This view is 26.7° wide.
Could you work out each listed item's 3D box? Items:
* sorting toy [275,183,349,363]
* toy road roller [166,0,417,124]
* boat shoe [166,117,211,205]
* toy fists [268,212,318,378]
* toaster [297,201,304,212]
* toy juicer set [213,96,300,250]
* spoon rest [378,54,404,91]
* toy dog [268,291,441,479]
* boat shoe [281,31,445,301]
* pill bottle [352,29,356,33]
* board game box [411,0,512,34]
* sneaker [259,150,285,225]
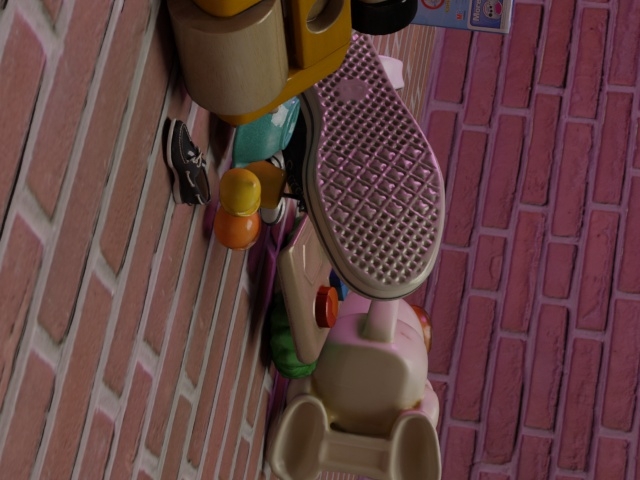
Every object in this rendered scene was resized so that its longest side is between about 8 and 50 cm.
[{"bbox_3d":[0.000,0.000,1.993,0.229,0.041,0.307,-59,146,-48],"label":"sorting toy"},{"bbox_3d":[-0.056,-0.312,1.471,0.329,0.240,0.202,-37,151,-20],"label":"toy road roller"},{"bbox_3d":[-0.142,-0.083,1.463,0.125,0.038,0.046,88,14,-47],"label":"boat shoe"},{"bbox_3d":[-0.022,0.083,2.158,0.142,0.096,0.279,72,28,-64],"label":"toy fists"},{"bbox_3d":[0.038,-0.141,2.280,0.168,0.110,0.186,-35,132,-76],"label":"toaster"},{"bbox_3d":[-0.085,-0.134,1.617,0.209,0.089,0.329,-65,172,-50],"label":"toy juicer set"},{"bbox_3d":[0.053,-0.240,2.061,0.276,0.084,0.137,-176,-98,-66],"label":"spoon rest"},{"bbox_3d":[0.068,0.220,2.376,0.408,0.284,0.396,-73,161,-75],"label":"toy dog"},{"bbox_3d":[0.040,-0.101,1.802,0.156,0.186,0.500,103,-22,-45],"label":"boat shoe"},{"bbox_3d":[0.020,-0.404,1.872,0.136,0.136,0.246,87,15,-49],"label":"pill bottle"},{"bbox_3d":[0.194,-0.527,2.315,0.086,0.301,0.308,-62,159,-65],"label":"board game box"},{"bbox_3d":[-0.074,-0.074,1.906,0.043,0.040,0.109,-21,114,-67],"label":"sneaker"}]
